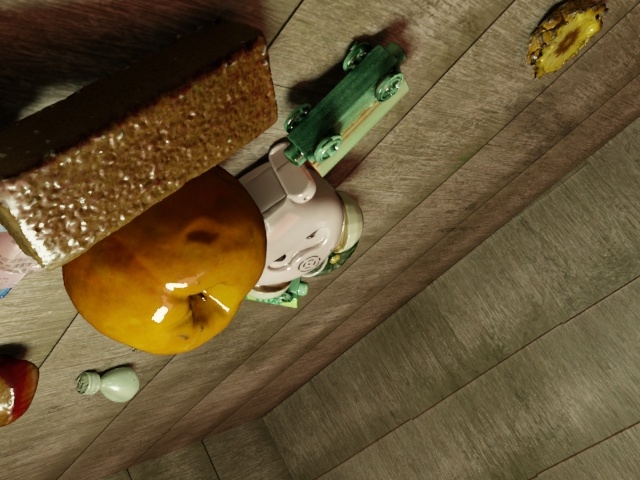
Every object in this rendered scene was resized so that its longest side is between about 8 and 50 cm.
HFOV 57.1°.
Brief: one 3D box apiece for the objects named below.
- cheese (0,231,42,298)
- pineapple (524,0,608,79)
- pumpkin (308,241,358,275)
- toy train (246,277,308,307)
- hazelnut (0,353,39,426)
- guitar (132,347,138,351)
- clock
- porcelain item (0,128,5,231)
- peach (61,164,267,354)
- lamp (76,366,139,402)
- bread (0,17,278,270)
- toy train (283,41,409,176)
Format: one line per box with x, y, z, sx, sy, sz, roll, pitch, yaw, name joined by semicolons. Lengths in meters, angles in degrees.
-0.513;0.021;1.005;0.286;0.074;0.189;-40;157;22;cheese
0.549;-0.469;1.343;0.225;0.076;0.225;-30;160;-12;pineapple
0.001;0.000;1.549;0.211;0.152;0.211;-24;155;-12;pumpkin
-0.155;0.118;1.548;0.253;0.105;0.157;9;156;5;toy train
-0.743;0.334;1.323;0.201;0.160;0.170;4;147;11;hazelnut
-0.453;0.255;1.685;0.233;0.025;0.088;-36;159;14;guitar
-0.088;-0.022;1.302;0.342;0.184;0.326;-30;151;11;clock
-0.479;-0.061;0.790;0.259;0.141;0.141;-25;160;6;porcelain item
-0.265;0.013;0.991;0.343;0.301;0.343;-39;157;-20;peach
-0.624;0.424;1.745;0.106;0.106;0.193;-38;148;18;lamp
-0.238;-0.139;0.783;0.416;0.113;0.165;-40;142;-29;bread
0.053;-0.238;1.101;0.285;0.116;0.177;-46;163;1;toy train
